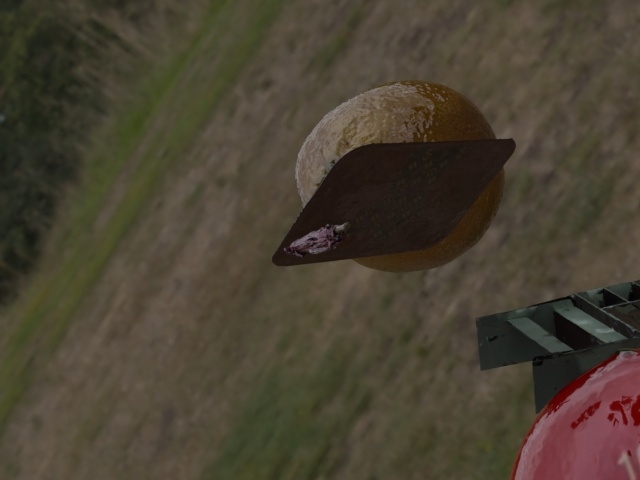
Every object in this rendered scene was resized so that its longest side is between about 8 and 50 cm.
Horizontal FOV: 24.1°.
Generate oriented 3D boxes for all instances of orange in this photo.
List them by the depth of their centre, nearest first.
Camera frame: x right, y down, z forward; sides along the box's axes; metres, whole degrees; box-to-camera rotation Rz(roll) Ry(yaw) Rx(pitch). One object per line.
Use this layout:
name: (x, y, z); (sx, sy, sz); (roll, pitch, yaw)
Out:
orange: (0.097, -0.080, 1.866); (0.264, 0.264, 0.264); (-51, 15, 20)

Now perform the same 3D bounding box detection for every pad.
pad: (0.080, -0.040, 1.552); (0.004, 0.267, 0.181); (56, 130, 26)

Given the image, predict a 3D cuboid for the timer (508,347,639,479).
timer: (0.321, 0.216, 1.066); (0.378, 0.378, 0.279); (-44, 51, 39)

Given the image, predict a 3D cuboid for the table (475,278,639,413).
table: (0.249, 0.095, 1.368); (0.146, 0.175, 0.062); (-140, 42, -72)

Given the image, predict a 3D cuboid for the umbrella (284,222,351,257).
umbrella: (0.000, 0.000, 1.377); (0.027, 0.025, 0.165); (-53, 9, -15)
